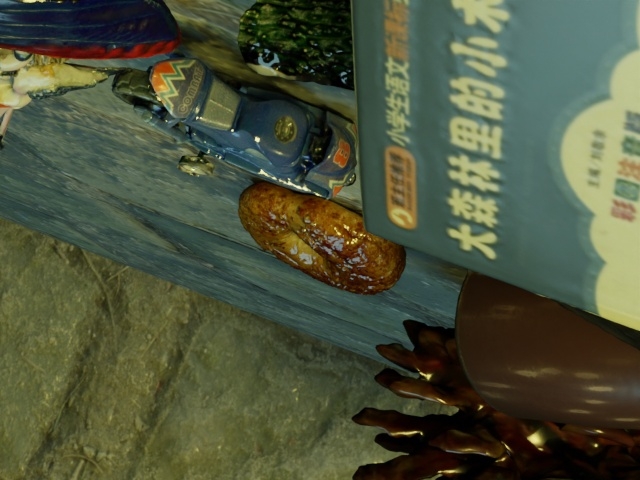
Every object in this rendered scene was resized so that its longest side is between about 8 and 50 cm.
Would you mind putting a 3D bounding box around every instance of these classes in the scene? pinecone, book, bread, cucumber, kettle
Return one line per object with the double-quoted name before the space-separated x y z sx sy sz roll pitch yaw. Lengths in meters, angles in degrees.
"pinecone" 0.211 0.244 1.363 0.398 0.397 0.398 22 172 3
"book" 0.159 -0.028 0.575 0.322 0.018 0.228 19 142 20
"bread" 0.000 0.000 1.389 0.193 0.064 0.193 24 169 5
"cucumber" 0.035 -0.098 0.691 0.187 0.058 0.058 15 169 44
"kettle" 0.210 0.043 0.947 0.232 0.144 0.202 -2 124 56

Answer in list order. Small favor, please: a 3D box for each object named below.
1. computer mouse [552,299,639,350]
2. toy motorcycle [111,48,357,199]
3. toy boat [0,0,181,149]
"computer mouse" 0.223 0.019 0.731 0.323 0.116 0.183 29 169 7
"toy motorcycle" -0.048 -0.078 0.976 0.205 0.076 0.114 23 171 -28
"toy boat" -0.239 -0.130 0.886 0.219 0.072 0.318 19 156 -38
